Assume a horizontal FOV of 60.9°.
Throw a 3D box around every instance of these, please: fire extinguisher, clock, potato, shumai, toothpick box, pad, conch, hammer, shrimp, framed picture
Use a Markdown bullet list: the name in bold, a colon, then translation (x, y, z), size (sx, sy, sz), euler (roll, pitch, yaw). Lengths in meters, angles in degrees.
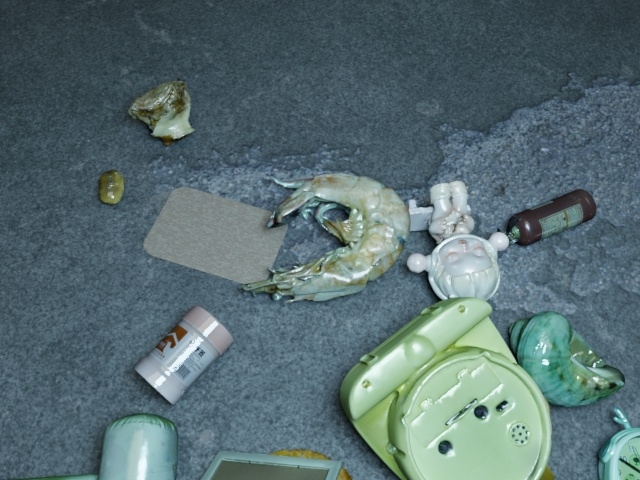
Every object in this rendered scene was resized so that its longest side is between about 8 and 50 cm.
- **fire extinguisher**: translation (0.453, -0.046, 1.111), size (0.231, 0.099, 0.071), euler (-19, 60, -14)
- **clock**: translation (0.540, 0.387, 0.899), size (0.159, 0.066, 0.210), euler (8, 61, 2)
- **potato**: translation (-0.439, -0.112, 1.143), size (0.051, 0.040, 0.083), euler (-8, 61, -1)
- **shumai**: translation (-0.331, -0.274, 1.198), size (0.146, 0.145, 0.116), euler (-32, 86, -18)
- **toothpick box**: translation (-0.237, 0.199, 0.950), size (0.098, 0.098, 0.149), euler (36, 67, 16)
- **pad**: translation (-0.213, -0.013, 1.120), size (0.266, 0.002, 0.176), euler (17, 62, 7)
- **conch**: translation (0.421, 0.208, 0.962), size (0.176, 0.122, 0.188), euler (-15, 63, -34)
- **hammer**: translation (-0.391, 0.386, 0.845), size (0.336, 0.119, 0.206), euler (-6, 60, 2)
- **clock**: translation (0.228, 0.289, 0.866), size (0.286, 0.117, 0.348), euler (-36, 87, -11)
- **shrimp**: translation (0.000, 0.000, 1.049), size (0.360, 0.085, 0.246), euler (-28, 74, -4)
- **framed picture**: translation (-0.115, 0.416, 0.755), size (0.231, 0.018, 0.293), euler (-5, 24, 24)

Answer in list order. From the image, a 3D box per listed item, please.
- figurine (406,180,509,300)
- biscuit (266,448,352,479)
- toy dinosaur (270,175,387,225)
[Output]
- **figurine**: translation (0.255, 0.026, 1.053), size (0.182, 0.144, 0.256), euler (5, 57, -23)
- **biscuit**: translation (-0.055, 0.424, 0.805), size (0.254, 0.035, 0.254), euler (-16, 31, 10)
- **toy dinosaur**: translation (0.018, -0.100, 1.150), size (0.242, 0.053, 0.167), euler (30, 63, 14)
